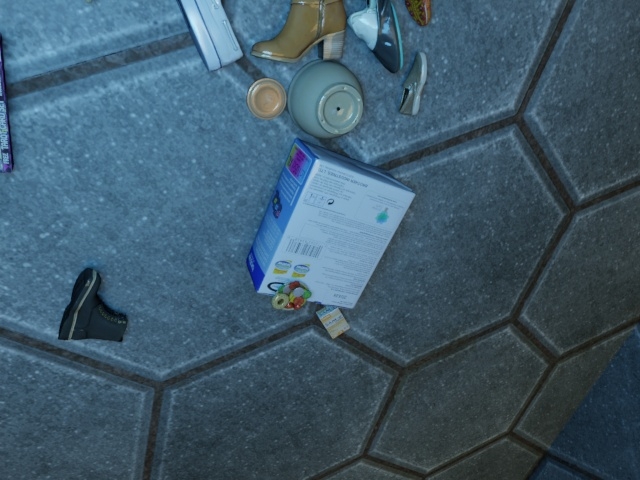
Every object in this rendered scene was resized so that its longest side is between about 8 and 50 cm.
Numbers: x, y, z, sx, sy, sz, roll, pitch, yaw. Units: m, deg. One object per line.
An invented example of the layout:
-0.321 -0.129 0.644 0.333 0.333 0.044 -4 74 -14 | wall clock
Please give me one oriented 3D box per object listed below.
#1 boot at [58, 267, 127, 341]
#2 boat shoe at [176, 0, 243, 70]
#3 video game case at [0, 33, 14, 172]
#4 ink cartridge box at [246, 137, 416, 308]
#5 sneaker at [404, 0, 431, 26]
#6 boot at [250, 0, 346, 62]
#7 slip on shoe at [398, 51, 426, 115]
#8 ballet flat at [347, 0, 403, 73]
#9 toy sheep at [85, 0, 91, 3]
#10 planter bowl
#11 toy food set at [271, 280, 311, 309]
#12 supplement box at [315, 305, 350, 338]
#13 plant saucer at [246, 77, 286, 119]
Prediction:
-0.483 0.149 0.950 0.137 0.077 0.198 17 125 -34 | boot
-0.202 -0.425 0.717 0.084 0.095 0.258 -26 136 -11 | boat shoe
-0.610 -0.219 0.657 0.210 0.042 0.232 -1 128 -31 | video game case
0.000 0.000 1.006 0.269 0.151 0.396 14 111 -28 | ink cartridge box
0.198 -0.516 0.839 0.067 0.064 0.175 -33 129 -14 | sneaker
-0.044 -0.417 0.795 0.197 0.073 0.153 -16 123 -23 | boot
0.204 -0.348 0.951 0.041 0.051 0.136 -1 126 -9 | slip on shoe
0.095 -0.462 0.817 0.096 0.095 0.281 -13 113 -4 | ballet flat
-0.369 -0.424 0.643 0.132 0.091 0.091 14 114 -49 | toy sheep
0.023 -0.279 0.876 0.161 0.109 0.162 -11 123 -17 | planter bowl
-0.064 0.125 0.955 0.083 0.020 0.083 24 109 -30 | toy food set
0.037 0.230 1.228 0.062 0.036 0.098 -32 126 -3 | supplement box
-0.110 -0.289 0.874 0.083 0.013 0.084 -10 122 -16 | plant saucer
